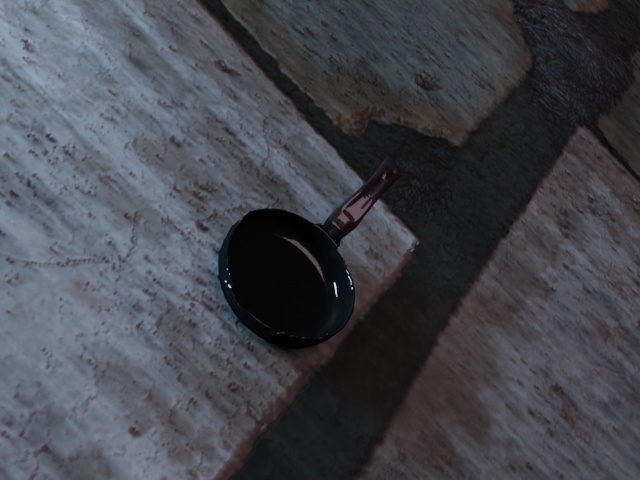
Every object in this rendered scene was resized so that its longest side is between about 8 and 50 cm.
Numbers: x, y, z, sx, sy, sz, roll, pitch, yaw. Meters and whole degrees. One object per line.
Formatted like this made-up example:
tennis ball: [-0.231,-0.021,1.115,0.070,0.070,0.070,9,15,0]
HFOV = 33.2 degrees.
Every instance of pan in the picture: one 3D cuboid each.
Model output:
pan: [-0.001,0.001,0.852,0.115,0.040,0.212,45,51,-3]
